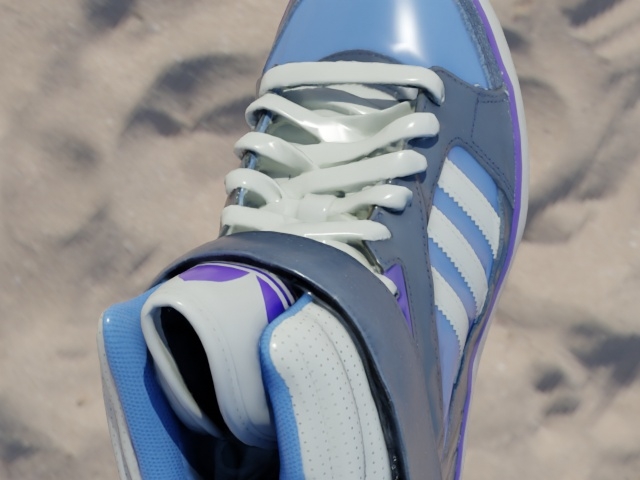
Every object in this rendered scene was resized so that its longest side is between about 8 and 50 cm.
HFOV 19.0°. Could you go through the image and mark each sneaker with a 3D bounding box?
[{"bbox_3d":[-0.001,0.000,0.790,0.236,0.130,0.322,25,69,-71],"label":"sneaker"}]
